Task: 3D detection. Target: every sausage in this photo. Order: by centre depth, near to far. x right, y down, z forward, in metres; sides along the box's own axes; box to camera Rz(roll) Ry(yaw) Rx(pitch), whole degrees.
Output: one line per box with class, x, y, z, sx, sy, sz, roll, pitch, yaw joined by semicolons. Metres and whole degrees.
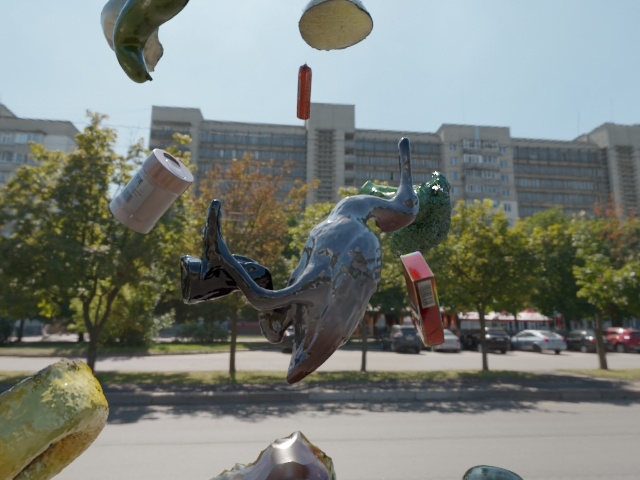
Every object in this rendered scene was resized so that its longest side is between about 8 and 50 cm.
sausage;-0.037;-0.339;0.997;0.034;0.034;0.130;2;-47;-3

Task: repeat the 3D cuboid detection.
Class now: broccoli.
broccoli;0.227;-0.073;1.219;0.268;0.270;0.254;-6;18;35

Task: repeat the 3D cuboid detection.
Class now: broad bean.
broad bean;-0.214;-0.312;0.576;0.070;0.214;0.048;28;20;-12

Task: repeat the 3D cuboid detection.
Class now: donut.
donut;-0.285;0.200;0.435;0.065;0.162;0.178;40;-25;8

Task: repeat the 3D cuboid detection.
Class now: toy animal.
toy animal;0.019;0.016;0.475;0.323;0.196;0.090;-23;4;-26

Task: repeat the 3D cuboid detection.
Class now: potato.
potato;0.039;-0.631;1.218;0.202;0.117;0.182;-9;-21;19

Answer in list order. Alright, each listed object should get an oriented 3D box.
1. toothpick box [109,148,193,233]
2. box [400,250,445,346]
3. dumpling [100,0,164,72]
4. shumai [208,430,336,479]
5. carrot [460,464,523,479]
toothpick box;-0.346;-0.100;0.904;0.149;0.098;0.098;-46;-26;12
box;0.222;0.126;0.951;0.048;0.175;0.112;-15;27;2
dumpling;-0.369;-0.413;0.878;0.108;0.127;0.188;-36;-6;-47
shumai;-0.047;0.334;0.465;0.308;0.264;0.304;-17;6;-27
carrot;0.267;0.497;0.650;0.138;0.302;0.139;8;-52;10
